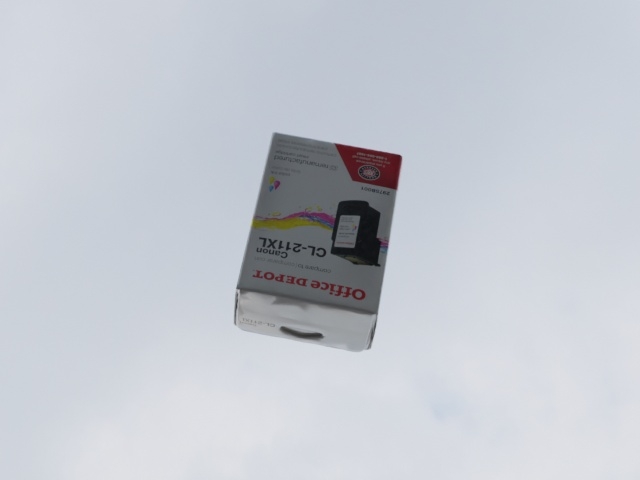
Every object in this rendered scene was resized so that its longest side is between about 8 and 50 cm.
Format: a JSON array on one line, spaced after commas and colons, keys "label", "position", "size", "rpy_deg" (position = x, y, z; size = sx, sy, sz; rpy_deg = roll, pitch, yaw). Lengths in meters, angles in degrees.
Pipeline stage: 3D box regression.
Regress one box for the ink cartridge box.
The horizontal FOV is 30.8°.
[{"label": "ink cartridge box", "position": [0.000, 0.000, 1.055], "size": [0.127, 0.072, 0.175], "rpy_deg": [10, -123, 0]}]
